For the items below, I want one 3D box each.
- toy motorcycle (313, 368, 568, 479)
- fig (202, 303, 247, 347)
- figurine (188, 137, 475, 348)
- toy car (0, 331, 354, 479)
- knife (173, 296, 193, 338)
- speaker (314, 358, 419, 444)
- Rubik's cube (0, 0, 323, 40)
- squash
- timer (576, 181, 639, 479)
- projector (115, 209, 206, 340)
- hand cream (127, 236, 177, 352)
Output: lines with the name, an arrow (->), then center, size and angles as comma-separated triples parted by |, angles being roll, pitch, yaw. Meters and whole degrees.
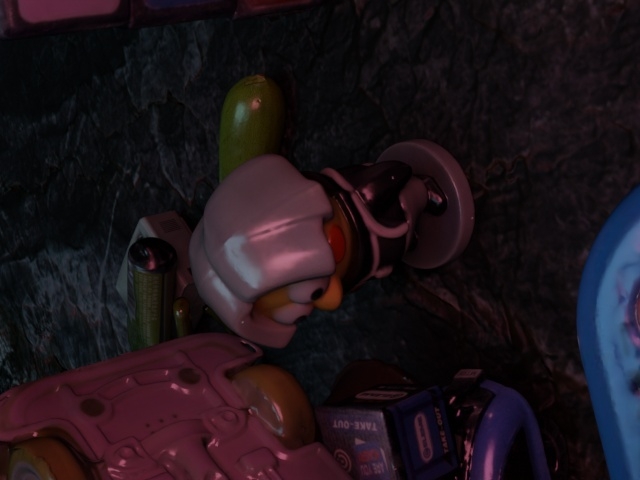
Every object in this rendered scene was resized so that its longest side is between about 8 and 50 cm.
toy motorcycle -> 0.119, 0.281, 0.830 | 0.125, 0.212, 0.358 | -9, 96, 52
fig -> -0.092, 0.169, 1.165 | 0.124, 0.124, 0.236 | -51, 42, 47
figurine -> 0.000, 0.000, 0.856 | 0.133, 0.236, 0.176 | 53, 137, 23
toy car -> -0.081, 0.251, 0.726 | 0.336, 0.242, 0.226 | 40, 128, 33
knife -> -0.156, 0.195, 1.228 | 0.343, 0.027, 0.061 | 91, 175, -47
speaker -> -0.028, 0.292, 0.948 | 0.198, 0.329, 0.259 | -7, 105, 52
Rubik's cube -> -0.217, -0.380, 0.890 | 0.363, 0.359, 0.362 | 29, 124, 43
squash -> -0.076, -0.081, 1.066 | 0.066, 0.066, 0.201 | 41, 135, 35
timer -> 0.308, 0.098, 0.528 | 0.309, 0.115, 0.340 | -13, 93, 25
projector -> -0.189, 0.051, 1.256 | 0.115, 0.061, 0.147 | 53, 138, 22
hand cream -> -0.200, 0.085, 1.203 | 0.086, 0.055, 0.235 | 47, 144, 34
